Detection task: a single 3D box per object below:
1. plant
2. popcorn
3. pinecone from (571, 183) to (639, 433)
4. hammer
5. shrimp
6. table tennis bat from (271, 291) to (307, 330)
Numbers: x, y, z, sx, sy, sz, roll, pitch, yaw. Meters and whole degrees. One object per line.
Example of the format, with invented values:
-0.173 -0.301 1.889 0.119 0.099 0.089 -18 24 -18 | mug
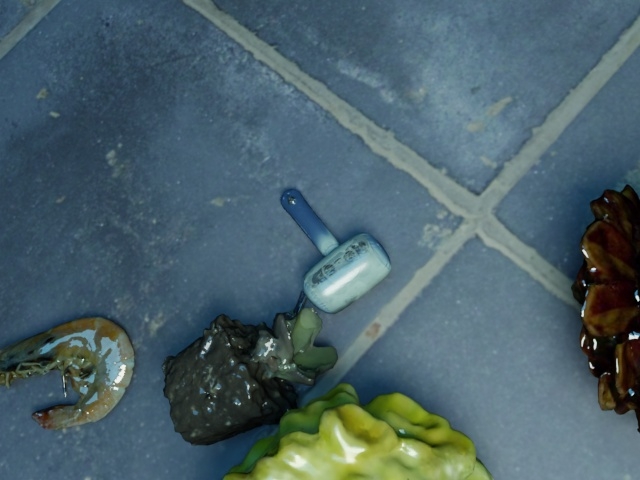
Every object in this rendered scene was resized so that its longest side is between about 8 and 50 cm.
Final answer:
-0.086 0.157 0.798 0.203 0.142 0.131 -23 61 11 | plant
0.032 0.292 0.662 0.312 0.312 0.312 -4 72 11 | popcorn
0.402 0.074 0.662 0.296 0.242 0.298 14 70 18 | pinecone
0.000 0.000 0.877 0.116 0.069 0.194 -38 60 0 | hammer
-0.375 0.188 0.902 0.251 0.052 0.143 -15 73 7 | shrimp
-0.036 0.107 0.875 0.050 0.007 0.083 18 79 18 | table tennis bat
